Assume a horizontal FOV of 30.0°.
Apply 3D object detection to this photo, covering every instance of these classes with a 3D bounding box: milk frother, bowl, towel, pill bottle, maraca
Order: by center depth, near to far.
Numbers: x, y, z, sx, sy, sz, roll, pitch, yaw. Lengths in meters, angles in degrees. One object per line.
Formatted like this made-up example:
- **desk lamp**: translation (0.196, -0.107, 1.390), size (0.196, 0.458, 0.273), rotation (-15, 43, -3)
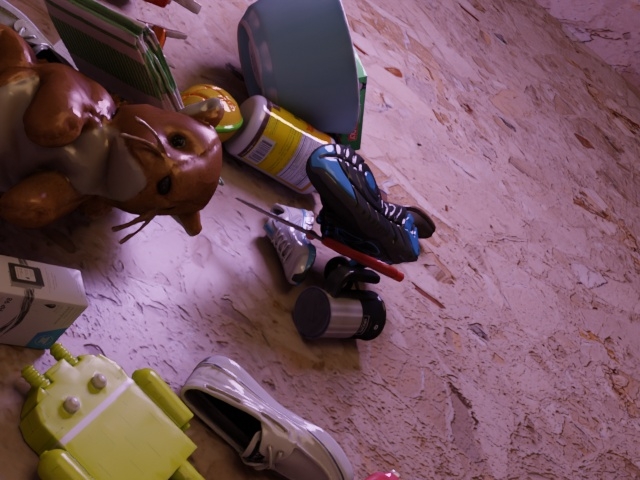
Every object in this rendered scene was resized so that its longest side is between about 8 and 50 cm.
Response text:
- **towel**: translation (-0.272, -0.221, 1.719), size (0.248, 0.038, 0.325), rotation (30, -23, 34)
- **milk frother**: translation (0.016, 0.092, 1.937), size (0.143, 0.129, 0.134), rotation (14, 5, 44)
- **maraca**: translation (-0.194, -0.220, 2.030), size (0.127, 0.099, 0.186), rotation (12, 24, -8)
- **pill bottle**: translation (-0.054, -0.159, 2.103), size (0.215, 0.117, 0.117), rotation (29, 35, -26)
- **bowl**: translation (-0.053, -0.330, 2.182), size (0.163, 0.311, 0.311), rotation (-14, 56, -11)

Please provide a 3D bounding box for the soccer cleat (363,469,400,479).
- **soccer cleat**: translation (0.137, 0.438, 1.697), size (0.248, 0.083, 0.095), rotation (50, 61, -3)

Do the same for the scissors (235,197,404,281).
- **scissors**: translation (0.000, 0.000, 1.937), size (0.297, 0.021, 0.109), rotation (24, 0, 5)

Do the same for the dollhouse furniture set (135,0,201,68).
- **dollhouse furniture set**: translation (-0.305, -0.457, 2.054), size (0.135, 0.262, 0.259), rotation (17, 7, -35)

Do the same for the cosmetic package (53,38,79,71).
- **cosmetic package**: translation (-0.411, -0.279, 1.894), size (0.060, 0.041, 0.115), rotation (41, 32, -9)

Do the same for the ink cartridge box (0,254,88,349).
- **ink cartridge box**: translation (-0.390, 0.073, 1.453), size (0.180, 0.104, 0.060), rotation (13, 45, -41)

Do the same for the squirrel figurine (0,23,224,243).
- **squirrel figurine**: translation (-0.310, -0.135, 1.561), size (0.370, 0.281, 0.397), rotation (7, 10, -4)

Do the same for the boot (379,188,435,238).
- **boot**: translation (0.133, -0.017, 2.227), size (0.219, 0.082, 0.106), rotation (24, 59, -38)

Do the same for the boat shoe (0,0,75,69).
- **boat shoe**: translation (-0.433, -0.274, 1.776), size (0.302, 0.094, 0.109), rotation (42, 66, -8)

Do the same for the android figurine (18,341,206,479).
- **android figurine**: translation (-0.256, 0.242, 1.466), size (0.273, 0.056, 0.248), rotation (48, 31, 1)

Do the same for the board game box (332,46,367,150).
- **board game box**: translation (0.015, -0.357, 2.342), size (0.046, 0.213, 0.317), rotation (-13, 56, -12)

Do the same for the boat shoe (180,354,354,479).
- **boat shoe**: translation (-0.075, 0.266, 1.613), size (0.267, 0.096, 0.088), rotation (44, 35, -1)

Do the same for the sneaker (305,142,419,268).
- **sneaker**: translation (0.046, -0.036, 1.968), size (0.341, 0.139, 0.125), rotation (47, 32, -51)

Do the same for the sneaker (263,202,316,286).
- **sneaker**: translation (-0.057, 0.004, 1.972), size (0.083, 0.071, 0.191), rotation (25, 28, -20)
